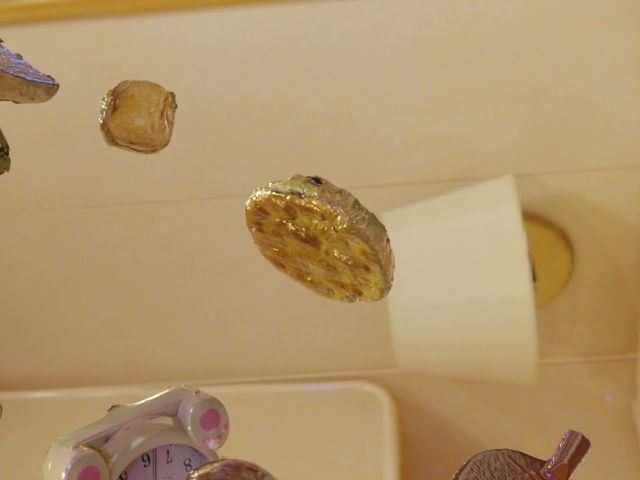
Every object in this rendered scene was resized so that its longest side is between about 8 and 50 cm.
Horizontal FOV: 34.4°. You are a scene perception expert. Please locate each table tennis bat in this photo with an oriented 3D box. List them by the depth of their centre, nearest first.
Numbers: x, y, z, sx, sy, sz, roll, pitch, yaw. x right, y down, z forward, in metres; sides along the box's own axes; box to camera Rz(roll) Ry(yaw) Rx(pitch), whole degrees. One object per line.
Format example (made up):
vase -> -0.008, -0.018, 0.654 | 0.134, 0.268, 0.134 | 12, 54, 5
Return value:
table tennis bat -> 0.346, 0.431, 1.665 | 0.414, 0.268, 0.051 | -36, -16, -50

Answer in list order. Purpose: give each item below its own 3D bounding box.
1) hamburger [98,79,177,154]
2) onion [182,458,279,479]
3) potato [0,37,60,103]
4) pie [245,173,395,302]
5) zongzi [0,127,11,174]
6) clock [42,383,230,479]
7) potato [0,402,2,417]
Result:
hamburger -> -0.344, -0.235, 1.957 | 0.083, 0.147, 0.138 | 160, 116, -64
onion -> -0.077, 0.412, 1.319 | 0.272, 0.195, 0.272 | -12, -90, -68
potato -> -0.494, -0.240, 1.569 | 0.100, 0.172, 0.089 | -29, -30, -60
pie -> 0.000, 0.000, 1.964 | 0.083, 0.339, 0.339 | -57, -23, -28
zongzi -> -0.809, -0.066, 1.763 | 0.467, 0.500, 0.218 | -13, 112, 56
clock -> -0.255, 0.399, 1.566 | 0.114, 0.284, 0.310 | 10, 116, 52
potato -> -0.597, 0.281, 1.584 | 0.149, 0.251, 0.113 | 59, -149, -37
